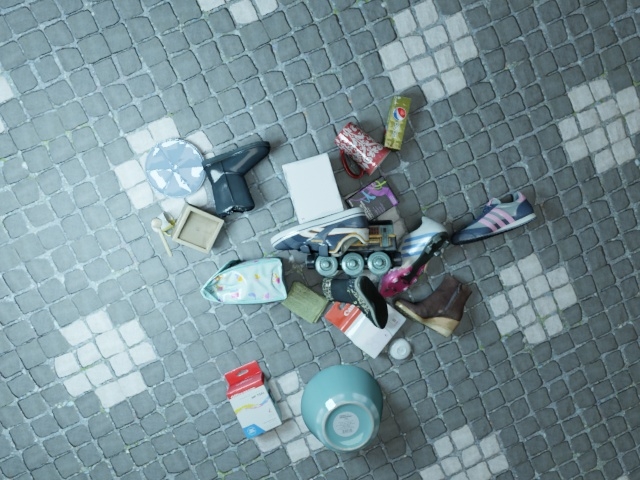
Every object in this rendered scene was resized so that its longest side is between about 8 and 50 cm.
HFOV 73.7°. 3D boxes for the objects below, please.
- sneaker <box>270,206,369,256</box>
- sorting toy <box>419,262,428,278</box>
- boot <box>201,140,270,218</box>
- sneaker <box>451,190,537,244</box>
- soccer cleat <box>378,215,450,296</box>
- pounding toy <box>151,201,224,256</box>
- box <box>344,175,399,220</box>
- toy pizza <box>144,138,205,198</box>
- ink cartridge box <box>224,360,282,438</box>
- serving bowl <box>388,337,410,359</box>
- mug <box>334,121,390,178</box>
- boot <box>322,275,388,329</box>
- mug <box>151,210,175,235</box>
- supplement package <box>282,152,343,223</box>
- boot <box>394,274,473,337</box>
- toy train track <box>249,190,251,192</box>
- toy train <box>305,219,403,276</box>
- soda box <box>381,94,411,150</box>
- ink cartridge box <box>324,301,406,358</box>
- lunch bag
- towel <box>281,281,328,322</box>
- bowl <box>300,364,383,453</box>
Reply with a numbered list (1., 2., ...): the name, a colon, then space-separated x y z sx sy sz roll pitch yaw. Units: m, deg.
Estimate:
1. sneaker: 0.000 0.000 1.367 0.322 0.126 0.127 -17 82 12
2. sorting toy: 0.361 0.098 1.569 0.062 0.012 0.083 15 94 -4
3. boot: -0.256 -0.202 1.435 0.247 0.094 0.206 -20 89 -4
4. sneaker: 0.606 -0.078 1.542 0.320 0.112 0.130 -18 79 -6
5. soccer cleat: 0.314 0.059 1.525 0.116 0.143 0.331 24 115 -41
6. pounding toy: -0.461 -0.035 1.422 0.206 0.094 0.180 25 93 -27
7. box: 0.185 -0.140 1.525 0.162 0.029 0.116 -34 97 0
8. toy pizza: -0.493 -0.243 1.454 0.202 0.032 0.200 -1 95 -6
9. ink cartridge box: -0.243 0.565 1.523 0.134 0.078 0.230 -24 96 -3
10. serving bowl: 0.296 0.404 1.582 0.084 0.027 0.083 0 94 -4
11. mug: 0.128 -0.304 1.462 0.169 0.113 0.150 41 95 1
12. boot: 0.124 0.213 1.498 0.085 0.179 0.236 -55 127 -36
13. mug: -0.535 -0.051 1.455 0.064 0.062 0.078 -33 89 6
14. supplement package: -0.030 -0.170 1.416 0.150 0.203 0.193 -17 97 -3
15. boot: 0.414 0.214 1.563 0.249 0.090 0.206 29 80 -5
16. toy train track: -0.275 -0.168 1.489 0.083 0.014 0.048 44 90 -7
17. toy train: 0.114 0.027 1.471 0.335 0.142 0.190 -2 82 8
18. soda box: 0.263 -0.406 1.494 0.062 0.058 0.181 12 94 -6
19. ink cartridge box: 0.163 0.284 1.548 0.232 0.066 0.189 38 91 -11
20. lunch bag: -0.247 0.137 1.413 0.263 0.223 0.159 -9 90 -2
21. towel: -0.056 0.223 1.536 0.148 0.027 0.110 32 92 -8
22. bowl: 0.089 0.620 1.516 0.312 0.163 0.310 -1 95 -6
